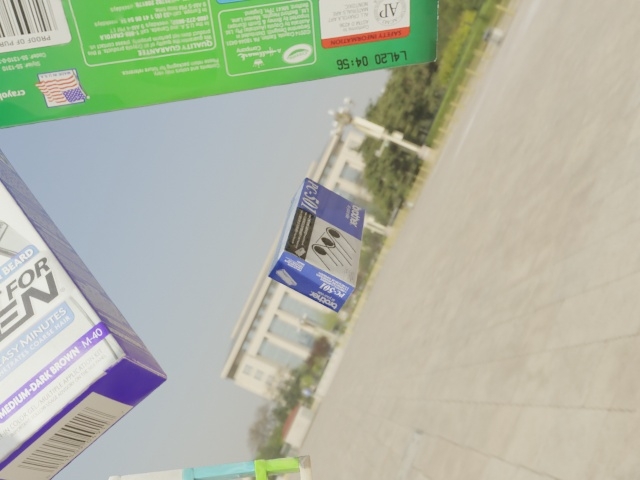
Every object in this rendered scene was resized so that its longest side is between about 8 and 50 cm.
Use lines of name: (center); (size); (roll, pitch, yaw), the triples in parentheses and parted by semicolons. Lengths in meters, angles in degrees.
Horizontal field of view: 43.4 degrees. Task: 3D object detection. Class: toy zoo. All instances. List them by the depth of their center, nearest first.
toy zoo: (-0.147, 0.366, 0.951); (0.030, 0.293, 0.192); (91, 172, -60)

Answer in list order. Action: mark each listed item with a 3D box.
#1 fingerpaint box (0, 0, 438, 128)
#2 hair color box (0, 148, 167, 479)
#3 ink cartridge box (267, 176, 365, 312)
fingerpaint box: (-0.145, -0.293, 0.821); (0.371, 0.445, 0.163); (-109, 11, -50)
hair color box: (-0.319, 0.054, 0.747); (0.185, 0.339, 0.110); (-41, -24, -5)
ink cartridge box: (0.000, 0.000, 1.020); (0.046, 0.097, 0.207); (-57, 9, 27)
